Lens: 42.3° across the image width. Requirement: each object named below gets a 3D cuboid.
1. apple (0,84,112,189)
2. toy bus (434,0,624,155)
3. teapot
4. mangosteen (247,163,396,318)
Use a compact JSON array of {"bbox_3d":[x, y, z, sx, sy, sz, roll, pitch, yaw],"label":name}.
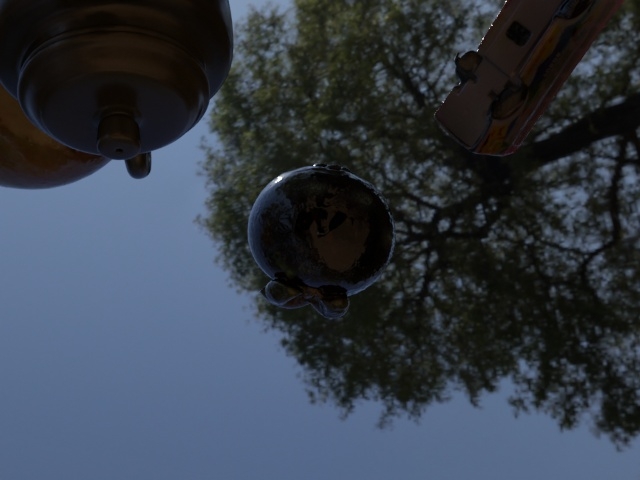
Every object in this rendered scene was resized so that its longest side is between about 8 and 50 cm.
[{"bbox_3d":[-0.326,-0.194,0.909,0.264,0.264,0.264,14,-110,-42],"label":"apple"},{"bbox_3d":[0.248,-0.229,0.954,0.112,0.274,0.090,4,-142,-44],"label":"toy bus"},{"bbox_3d":[-0.159,-0.136,0.643,0.185,0.268,0.175,-5,-116,-5],"label":"teapot"},{"bbox_3d":[0.000,0.000,1.528,0.288,0.288,0.288,14,-110,-42],"label":"mangosteen"}]
